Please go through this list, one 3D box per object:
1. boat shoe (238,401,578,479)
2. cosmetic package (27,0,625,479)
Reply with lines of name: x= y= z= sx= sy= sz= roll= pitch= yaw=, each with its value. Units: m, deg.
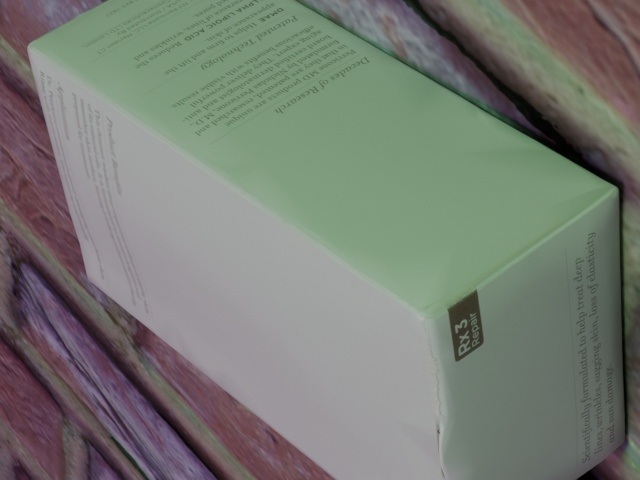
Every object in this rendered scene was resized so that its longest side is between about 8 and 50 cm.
boat shoe: x=0.056 y=0.143 z=1.296 sx=0.302 sy=0.103 sz=0.113 roll=35 pitch=147 yaw=38
cosmetic package: x=0.000 y=0.000 z=1.180 sx=0.385 sy=0.156 sz=0.217 roll=34 pitch=147 yaw=36
